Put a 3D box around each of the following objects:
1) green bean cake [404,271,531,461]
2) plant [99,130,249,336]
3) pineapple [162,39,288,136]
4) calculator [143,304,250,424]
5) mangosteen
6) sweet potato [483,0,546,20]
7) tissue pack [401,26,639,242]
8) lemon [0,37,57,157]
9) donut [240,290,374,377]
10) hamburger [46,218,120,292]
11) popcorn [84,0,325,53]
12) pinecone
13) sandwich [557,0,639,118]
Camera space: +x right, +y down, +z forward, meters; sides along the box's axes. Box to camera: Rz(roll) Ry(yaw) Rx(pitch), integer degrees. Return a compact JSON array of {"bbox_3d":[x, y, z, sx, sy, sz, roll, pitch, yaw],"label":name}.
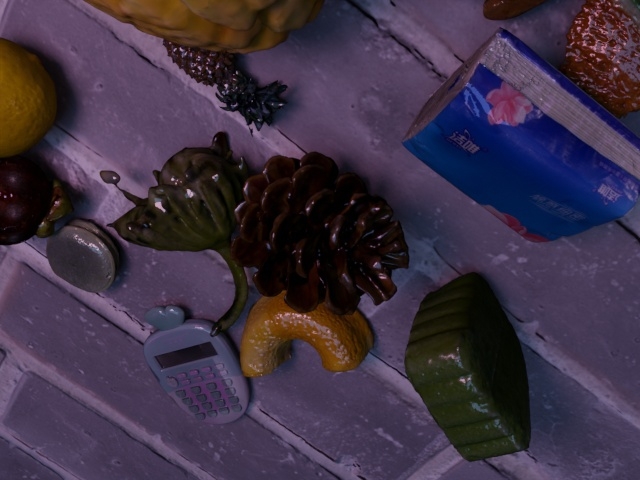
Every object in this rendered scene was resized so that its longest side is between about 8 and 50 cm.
[{"bbox_3d":[0.238,0.191,0.888,0.124,0.248,0.222,-26,107,32],"label":"green bean cake"},{"bbox_3d":[-0.184,-0.019,0.963,0.251,0.180,0.333,-25,134,12],"label":"plant"},{"bbox_3d":[-0.147,-0.262,0.843,0.221,0.083,0.103,42,115,-12],"label":"pineapple"},{"bbox_3d":[-0.248,0.248,1.112,0.185,0.041,0.299,-18,111,17],"label":"calculator"},{"bbox_3d":[-0.522,-0.067,0.964,0.180,0.166,0.166,14,118,-22],"label":"mangosteen"},{"bbox_3d":[0.317,-0.372,0.710,0.251,0.097,0.097,-36,103,27],"label":"sweet potato"},{"bbox_3d":[0.268,-0.122,0.757,0.269,0.137,0.209,36,159,-8],"label":"tissue pack"},{"bbox_3d":[-0.516,-0.219,0.877,0.203,0.178,0.178,-42,101,6],"label":"lemon"},{"bbox_3d":[-0.046,0.160,1.012,0.258,0.101,0.152,-9,106,19],"label":"donut"},{"bbox_3d":[-0.439,0.027,1.039,0.140,0.062,0.133,27,119,-4],"label":"hamburger"},{"bbox_3d":[-0.149,-0.403,0.630,0.390,0.354,0.344,2,124,-39],"label":"popcorn"},{"bbox_3d":[0.000,0.000,0.837,0.243,0.309,0.244,-13,118,-27],"label":"pinecone"},{"bbox_3d":[0.386,-0.261,0.739,0.159,0.109,0.185,-29,105,34],"label":"sandwich"}]
